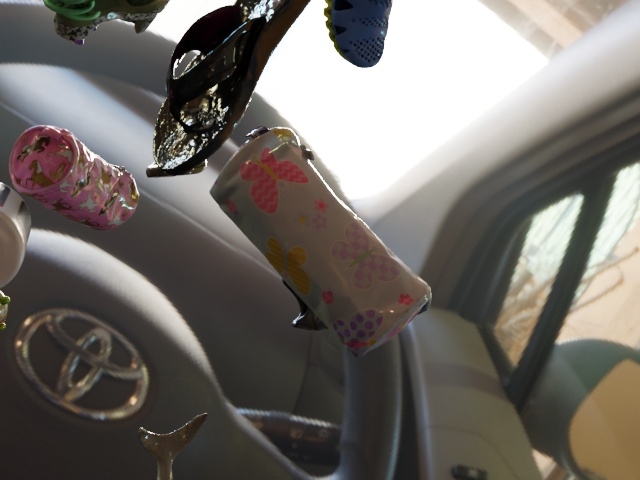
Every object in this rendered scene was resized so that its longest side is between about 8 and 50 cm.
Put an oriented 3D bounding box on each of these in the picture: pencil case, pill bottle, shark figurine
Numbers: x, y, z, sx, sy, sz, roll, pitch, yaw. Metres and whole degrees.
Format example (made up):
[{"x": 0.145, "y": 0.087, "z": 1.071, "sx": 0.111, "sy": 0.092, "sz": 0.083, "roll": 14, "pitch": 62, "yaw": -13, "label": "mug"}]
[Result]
[{"x": 0.000, "y": 0.000, "z": 0.882, "sx": 0.273, "sy": 0.113, "sz": 0.124, "roll": 50, "pitch": 50, "yaw": 6, "label": "pencil case"}, {"x": -0.658, "y": -0.021, "z": 1.529, "sx": 0.176, "sy": 0.176, "sz": 0.318, "roll": 33, "pitch": 3, "yaw": -22, "label": "pill bottle"}, {"x": -0.180, "y": 0.372, "z": 1.015, "sx": 0.116, "sy": 0.166, "sz": 0.278, "roll": -2, "pitch": 32, "yaw": -3, "label": "shark figurine"}, {"x": -0.567, "y": -0.138, "z": 1.843, "sx": 0.386, "sy": 0.160, "sz": 0.167, "roll": 48, "pitch": 32, "yaw": -76, "label": "pencil case"}]

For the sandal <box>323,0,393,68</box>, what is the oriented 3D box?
[{"x": 0.089, "y": -0.454, "z": 1.379, "sx": 0.126, "sy": 0.317, "sz": 0.138, "roll": -26, "pitch": 38, "yaw": -35, "label": "sandal"}]

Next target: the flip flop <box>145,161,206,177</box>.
[{"x": -0.255, "y": -0.188, "z": 1.507, "sx": 0.112, "sy": 0.080, "sz": 0.277, "roll": -2, "pitch": 28, "yaw": 19, "label": "flip flop"}]

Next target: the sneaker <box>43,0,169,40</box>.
[{"x": -0.264, "y": -0.302, "z": 0.900, "sx": 0.158, "sy": 0.182, "sz": 0.410, "roll": 38, "pitch": 21, "yaw": 11, "label": "sneaker"}]

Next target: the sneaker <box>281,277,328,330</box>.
[{"x": -0.020, "y": 0.041, "z": 1.572, "sx": 0.121, "sy": 0.299, "sz": 0.111, "roll": -9, "pitch": -7, "yaw": -15, "label": "sneaker"}]

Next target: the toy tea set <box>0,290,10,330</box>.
[{"x": -0.773, "y": 0.069, "z": 1.664, "sx": 0.336, "sy": 0.124, "sz": 0.200, "roll": 53, "pitch": 22, "yaw": -64, "label": "toy tea set"}]

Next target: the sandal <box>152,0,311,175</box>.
[{"x": -0.156, "y": -0.313, "z": 1.248, "sx": 0.168, "sy": 0.445, "sz": 0.107, "roll": 30, "pitch": -2, "yaw": 42, "label": "sandal"}]

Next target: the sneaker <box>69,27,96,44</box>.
[{"x": -0.567, "y": -0.553, "z": 1.921, "sx": 0.068, "sy": 0.170, "sz": 0.071, "roll": 20, "pitch": -12, "yaw": 49, "label": "sneaker"}]
